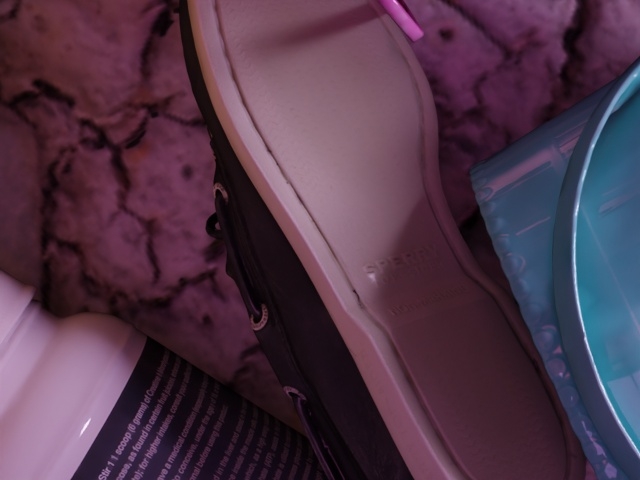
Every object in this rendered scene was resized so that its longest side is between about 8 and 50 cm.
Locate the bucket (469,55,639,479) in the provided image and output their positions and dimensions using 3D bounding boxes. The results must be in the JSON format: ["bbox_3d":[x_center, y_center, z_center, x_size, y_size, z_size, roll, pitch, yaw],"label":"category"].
[{"bbox_3d":[0.199,0.034,0.829,0.183,0.281,0.281,-27,101,9],"label":"bucket"}]

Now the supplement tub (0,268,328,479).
[{"bbox_3d":[-0.088,0.155,0.887,0.272,0.191,0.191,34,100,-6],"label":"supplement tub"}]

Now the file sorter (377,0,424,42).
[{"bbox_3d":[0.088,-0.248,0.801,0.291,0.202,0.182,-39,102,8],"label":"file sorter"}]

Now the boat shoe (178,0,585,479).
[{"bbox_3d":[0.003,0.000,0.862,0.113,0.127,0.340,-47,65,44],"label":"boat shoe"}]
